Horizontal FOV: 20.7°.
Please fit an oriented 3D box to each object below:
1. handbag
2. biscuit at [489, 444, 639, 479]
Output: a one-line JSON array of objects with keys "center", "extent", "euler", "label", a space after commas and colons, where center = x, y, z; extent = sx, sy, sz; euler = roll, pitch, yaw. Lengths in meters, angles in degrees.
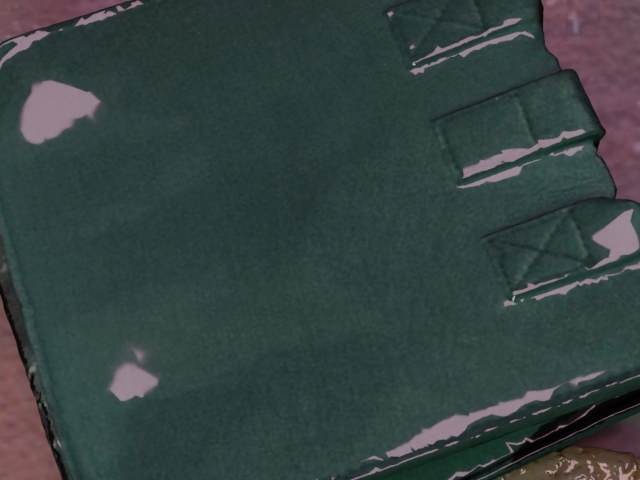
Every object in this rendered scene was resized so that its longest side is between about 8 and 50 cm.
[{"center": [-0.001, 0.003, 0.782], "extent": [0.274, 0.100, 0.269], "euler": [-23, 63, -5], "label": "handbag"}, {"center": [0.113, 0.159, 0.740], "extent": [0.152, 0.020, 0.152], "euler": [-2, 69, 4], "label": "biscuit"}]
